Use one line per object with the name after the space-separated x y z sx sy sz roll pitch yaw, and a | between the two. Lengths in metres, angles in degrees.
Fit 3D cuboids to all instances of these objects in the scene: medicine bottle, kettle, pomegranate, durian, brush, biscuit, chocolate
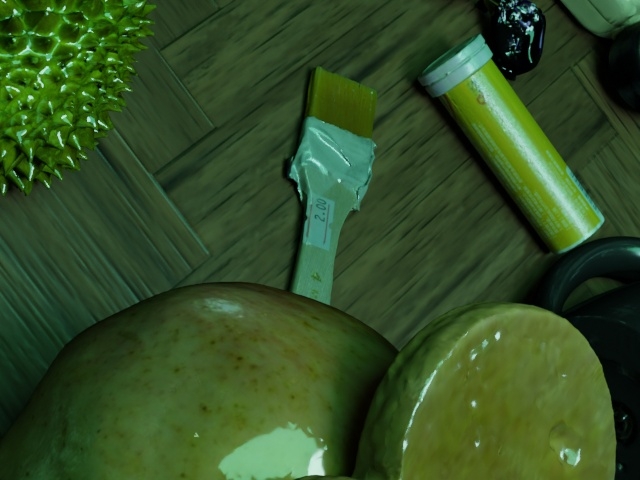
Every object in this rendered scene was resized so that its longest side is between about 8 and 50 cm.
0.185 -0.090 1.524 0.218 0.074 0.074 53 53 -7 | medicine bottle
0.320 0.100 1.480 0.268 0.207 0.290 43 43 21 | kettle
-0.087 0.178 1.096 0.338 0.338 0.338 13 66 -30 | pomegranate
-0.234 -0.156 1.211 0.200 0.176 0.237 22 71 -3 | durian
0.000 0.000 1.396 0.085 0.020 0.337 22 61 -26 | brush
0.070 0.200 0.982 0.275 0.052 0.355 41 66 -36 | biscuit
0.168 -0.233 1.580 0.147 0.072 0.070 47 12 -20 | chocolate

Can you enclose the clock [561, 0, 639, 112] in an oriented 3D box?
0.303 -0.334 1.672 0.379 0.120 0.276 46 59 -10 | clock
